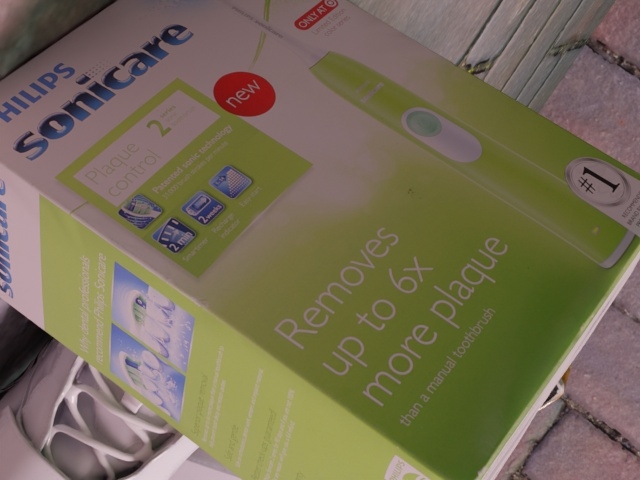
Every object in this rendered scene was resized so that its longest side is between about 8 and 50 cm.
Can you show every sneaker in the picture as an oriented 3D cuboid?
[{"bbox_3d":[-0.134,0.107,0.698,0.366,0.137,0.210,-54,-175,-25],"label":"sneaker"}]

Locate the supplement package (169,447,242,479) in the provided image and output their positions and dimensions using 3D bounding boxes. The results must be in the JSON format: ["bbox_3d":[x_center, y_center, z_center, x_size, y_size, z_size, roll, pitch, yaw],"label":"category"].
[{"bbox_3d":[-0.034,0.148,0.954,0.262,0.199,0.198,-50,138,-40],"label":"supplement package"}]

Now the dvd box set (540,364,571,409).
[{"bbox_3d":[0.091,-0.028,0.885,0.062,0.307,0.420,-33,172,12],"label":"dvd box set"}]

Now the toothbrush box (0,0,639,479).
[{"bbox_3d":[-0.007,-0.003,0.575,0.206,0.283,0.122,-45,160,-35],"label":"toothbrush box"}]
